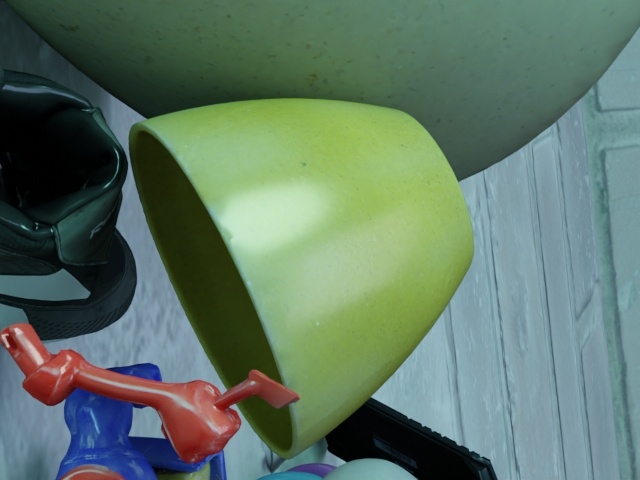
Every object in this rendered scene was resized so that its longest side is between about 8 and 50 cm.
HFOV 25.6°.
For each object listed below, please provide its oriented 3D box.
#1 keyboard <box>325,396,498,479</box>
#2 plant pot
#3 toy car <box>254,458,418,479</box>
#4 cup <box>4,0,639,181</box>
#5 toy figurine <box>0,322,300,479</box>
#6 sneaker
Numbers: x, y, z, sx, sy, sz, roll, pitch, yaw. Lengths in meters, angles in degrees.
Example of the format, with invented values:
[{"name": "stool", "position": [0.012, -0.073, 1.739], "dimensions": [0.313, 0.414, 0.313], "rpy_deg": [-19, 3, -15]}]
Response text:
[{"name": "keyboard", "position": [0.061, 0.150, 0.944], "dimensions": [0.023, 0.180, 0.108], "rpy_deg": [-34, 124, -26]}, {"name": "plant pot", "position": [0.000, 0.000, 0.526], "dimensions": [0.134, 0.095, 0.134], "rpy_deg": [57, -17, 28]}, {"name": "toy car", "position": [0.014, 0.194, 0.848], "dimensions": [0.182, 0.159, 0.136], "rpy_deg": [24, 16, -42]}, {"name": "cup", "position": [-0.042, -0.193, 0.570], "dimensions": [0.237, 0.331, 0.331], "rpy_deg": [9, 77, -49]}, {"name": "toy figurine", "position": [-0.056, 0.181, 0.587], "dimensions": [0.217, 0.191, 0.363], "rpy_deg": [-45, 129, -71]}, {"name": "sneaker", "position": [-0.114, -0.010, 0.561], "dimensions": [0.234, 0.106, 0.078], "rpy_deg": [45, 45, -61]}]
